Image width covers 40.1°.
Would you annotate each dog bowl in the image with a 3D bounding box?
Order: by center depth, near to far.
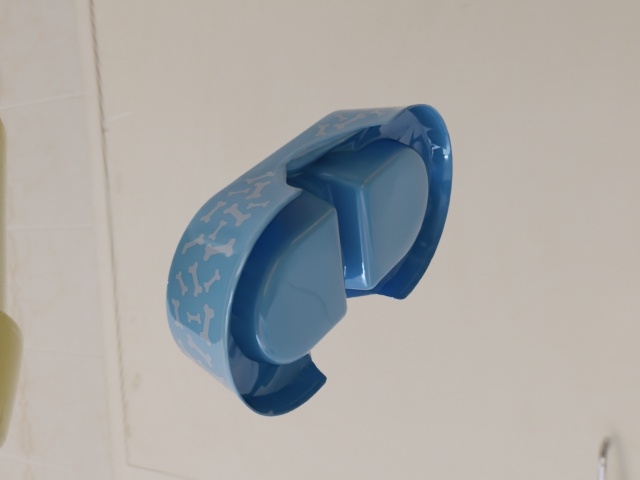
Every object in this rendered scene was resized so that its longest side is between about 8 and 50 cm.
[{"bbox_3d":[0.000,0.000,0.665,0.297,0.074,0.166,-41,-45,-40],"label":"dog bowl"}]

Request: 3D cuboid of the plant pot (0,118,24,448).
[{"bbox_3d":[-0.326,0.011,0.609,0.254,0.254,0.239,31,-125,-47],"label":"plant pot"}]
